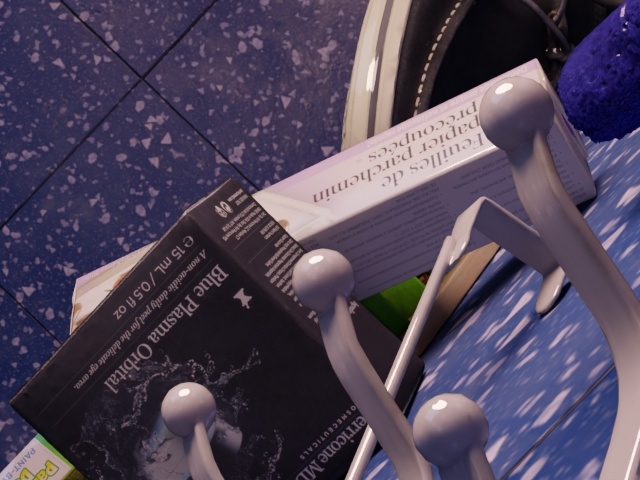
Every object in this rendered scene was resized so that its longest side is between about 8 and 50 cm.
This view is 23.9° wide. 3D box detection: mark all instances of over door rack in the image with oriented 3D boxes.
[{"bbox_3d":[0.054,0.020,0.538,0.324,0.108,0.239,-48,3,-42],"label":"over door rack"}]

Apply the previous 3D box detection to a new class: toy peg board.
[{"bbox_3d":[0.029,0.040,1.020,0.160,0.079,0.161,-44,3,45],"label":"toy peg board"}]

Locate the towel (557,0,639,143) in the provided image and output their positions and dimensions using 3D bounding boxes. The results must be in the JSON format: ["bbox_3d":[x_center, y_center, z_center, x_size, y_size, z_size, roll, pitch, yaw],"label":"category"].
[{"bbox_3d":[0.251,-0.161,0.651,0.227,0.076,0.308,-39,-3,-35],"label":"towel"}]

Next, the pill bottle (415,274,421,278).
[{"bbox_3d":[0.080,0.002,1.229,0.043,0.043,0.083,-48,3,-42],"label":"pill bottle"}]

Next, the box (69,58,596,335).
[{"bbox_3d":[0.000,0.000,0.897,0.324,0.067,0.063,-25,38,18],"label":"box"}]

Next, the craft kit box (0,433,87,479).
[{"bbox_3d":[-0.245,0.260,1.468,0.250,0.061,0.247,-46,-18,-5],"label":"craft kit box"}]

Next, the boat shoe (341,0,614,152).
[{"bbox_3d":[0.152,-0.175,1.242,0.500,0.156,0.187,-48,-30,-51],"label":"boat shoe"}]

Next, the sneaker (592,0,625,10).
[{"bbox_3d":[0.342,-0.301,1.240,0.410,0.158,0.182,-49,-28,-24],"label":"sneaker"}]

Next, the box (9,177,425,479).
[{"bbox_3d":[-0.055,0.079,0.836,0.156,0.158,0.093,-46,1,18],"label":"box"}]
